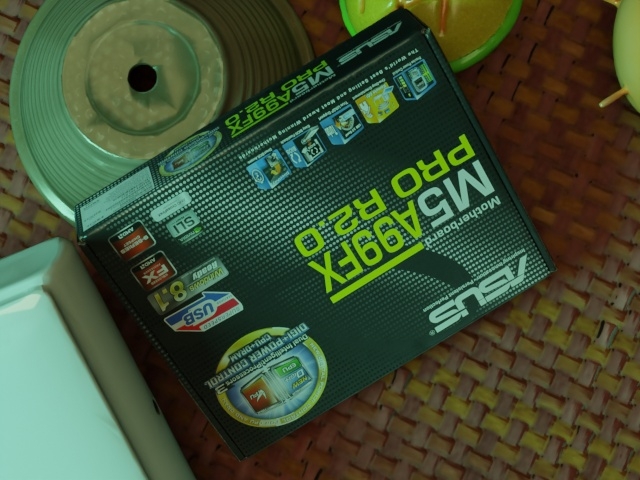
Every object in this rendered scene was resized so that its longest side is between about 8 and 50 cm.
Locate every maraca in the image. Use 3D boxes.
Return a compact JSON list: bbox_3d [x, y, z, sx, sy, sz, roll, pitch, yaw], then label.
[{"bbox_3d":[0.066,-0.192,0.959,0.127,0.099,0.185,-43,59,-2],"label":"maraca"}]

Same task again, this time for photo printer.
[{"bbox_3d":[-0.219,0.178,0.901,0.256,0.107,0.307,-20,112,7],"label":"photo printer"}]

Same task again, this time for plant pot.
[{"bbox_3d":[-0.120,-0.110,0.957,0.237,0.110,0.237,0,86,4],"label":"plant pot"}]

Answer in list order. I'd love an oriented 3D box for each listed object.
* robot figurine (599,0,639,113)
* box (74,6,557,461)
[{"bbox_3d":[0.303,-0.139,0.921,0.220,0.128,0.158,-2,125,4],"label":"robot figurine"},{"bbox_3d":[0.000,0.000,0.916,0.270,0.060,0.216,-31,117,1],"label":"box"}]
